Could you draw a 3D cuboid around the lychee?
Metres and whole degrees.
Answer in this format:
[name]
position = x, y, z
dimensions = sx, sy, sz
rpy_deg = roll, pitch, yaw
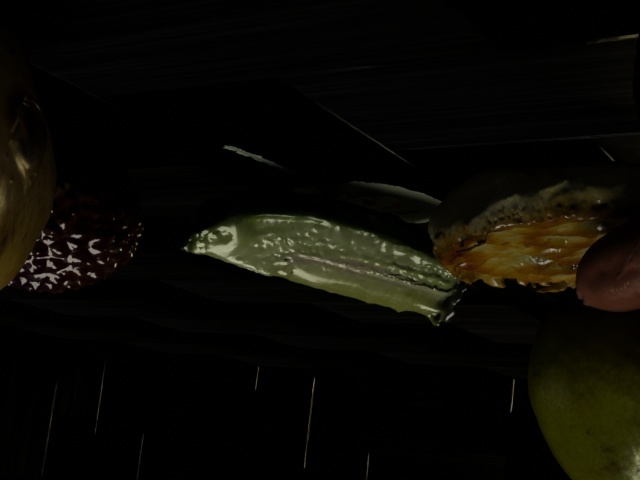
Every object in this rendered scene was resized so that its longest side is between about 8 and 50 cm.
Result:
[lychee]
position = -0.264, -0.028, 1.102
dimensions = 0.188, 0.188, 0.188
rpy_deg = 6, 168, 1

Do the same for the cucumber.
[cucumber]
position = 0.000, -0.003, 1.259
dimensions = 0.325, 0.105, 0.145
rpy_deg = 14, -161, -23

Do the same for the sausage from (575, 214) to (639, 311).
[sausage]
position = 0.368, -0.029, 0.893
dimensions = 0.088, 0.088, 0.433
rpy_deg = 15, 152, -34

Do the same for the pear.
[pear]
position = 0.440, 0.192, 1.455
dimensions = 0.352, 0.352, 0.413
rpy_deg = 5, 177, 7

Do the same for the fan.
[fan]
position = 0.010, -0.055, 1.258
dimensions = 0.190, 0.009, 0.329
rpy_deg = -3, 165, 39

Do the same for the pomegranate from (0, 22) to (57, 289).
[pomegranate]
position = -0.323, -0.065, 0.802
dimensions = 0.281, 0.281, 0.281
rpy_deg = 6, 168, 1

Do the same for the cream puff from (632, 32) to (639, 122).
[cream puff]
position = 0.295, -0.079, 0.636
dimensions = 0.239, 0.165, 0.239
rpy_deg = 4, 169, 1

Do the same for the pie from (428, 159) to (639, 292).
[pie]
position = 0.262, -0.013, 1.149
dimensions = 0.315, 0.092, 0.315
rpy_deg = 1, 166, 0
